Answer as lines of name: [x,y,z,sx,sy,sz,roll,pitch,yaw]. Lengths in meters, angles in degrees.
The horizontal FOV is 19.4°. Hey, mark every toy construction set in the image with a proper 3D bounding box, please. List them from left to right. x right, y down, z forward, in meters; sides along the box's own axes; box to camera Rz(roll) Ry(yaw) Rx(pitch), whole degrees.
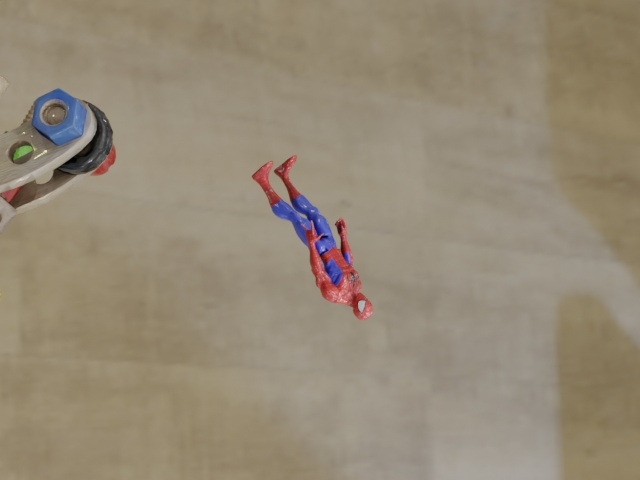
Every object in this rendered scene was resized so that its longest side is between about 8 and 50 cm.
toy construction set: [-0.324,-0.045,1.513,0.257,0.309,0.237,29,85,-7]

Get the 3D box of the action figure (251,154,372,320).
action figure: [0.000,0.000,1.167,0.038,0.030,0.115,-15,71,-53]
